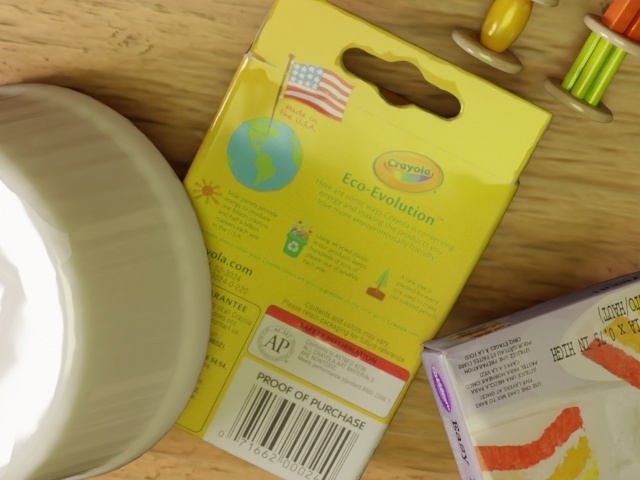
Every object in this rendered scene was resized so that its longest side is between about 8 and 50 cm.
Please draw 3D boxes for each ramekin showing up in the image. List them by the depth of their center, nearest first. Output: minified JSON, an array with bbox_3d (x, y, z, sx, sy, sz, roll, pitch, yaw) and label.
[{"bbox_3d":[-0.222,0.038,1.159,0.277,0.135,0.277,4,99,25],"label":"ramekin"}]

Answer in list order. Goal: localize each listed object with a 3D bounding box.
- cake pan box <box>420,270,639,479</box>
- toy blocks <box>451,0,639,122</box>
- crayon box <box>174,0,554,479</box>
[{"bbox_3d":[0.228,0.145,1.171,0.267,0.070,0.245,-17,93,-10],"label":"cake pan box"},{"bbox_3d":[0.173,-0.167,1.144,0.123,0.054,0.148,28,109,-3],"label":"toy blocks"},{"bbox_3d":[0.000,0.000,1.203,0.202,0.081,0.318,27,110,-3],"label":"crayon box"}]
